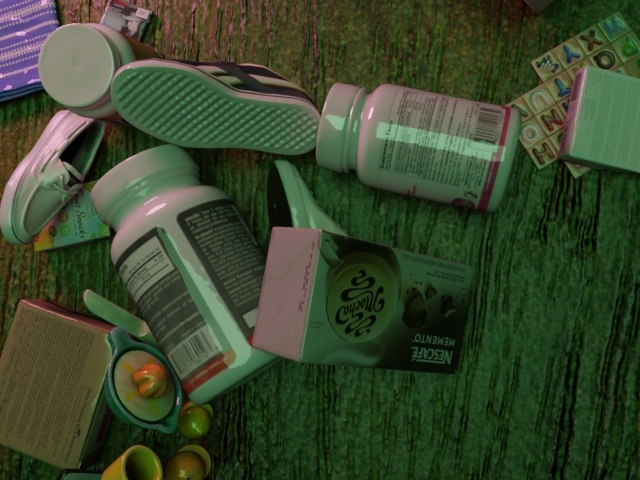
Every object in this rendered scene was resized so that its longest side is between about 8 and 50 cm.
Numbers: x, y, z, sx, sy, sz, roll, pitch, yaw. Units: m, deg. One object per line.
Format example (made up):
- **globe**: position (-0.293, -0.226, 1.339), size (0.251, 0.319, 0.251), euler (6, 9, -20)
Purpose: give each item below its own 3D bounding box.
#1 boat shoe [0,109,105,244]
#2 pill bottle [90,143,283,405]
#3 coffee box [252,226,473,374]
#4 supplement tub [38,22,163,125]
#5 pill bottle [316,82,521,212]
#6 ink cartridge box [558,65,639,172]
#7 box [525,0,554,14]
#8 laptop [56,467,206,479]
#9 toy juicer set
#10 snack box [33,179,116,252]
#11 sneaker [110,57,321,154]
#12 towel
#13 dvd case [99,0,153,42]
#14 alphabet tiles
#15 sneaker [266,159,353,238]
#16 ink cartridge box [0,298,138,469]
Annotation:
- **boat shoe**: position (-0.436, -0.109, 1.119), size (0.084, 0.095, 0.258), euler (7, 67, 21)
- **pill bottle**: position (-0.189, 0.047, 1.044), size (0.210, 0.210, 0.363), euler (-33, 81, 5)
- **coffee box**: position (0.068, 0.090, 0.957), size (0.118, 0.297, 0.168), euler (5, 83, 52)
- **supplement tub**: position (-0.342, -0.264, 1.091), size (0.144, 0.199, 0.145), euler (1, 95, 10)
- **pill bottle**: position (0.146, -0.147, 1.031), size (0.282, 0.160, 0.161), euler (14, 87, 10)
- **ink cartridge box**: position (0.468, -0.177, 1.045), size (0.179, 0.045, 0.146), euler (13, 87, -8)
- **box**: position (0.372, -0.541, 0.977), size (0.345, 0.168, 0.215), euler (-42, 78, 22)
- **laptop**: position (-0.237, 0.577, 1.000), size (0.236, 0.407, 0.382), euler (24, 89, 44)
- **toy juicer set**: position (-0.239, 0.224, 1.028), size (0.089, 0.209, 0.329), euler (-34, 57, 26)
- **snack box**: position (-0.429, -0.041, 1.176), size (0.141, 0.037, 0.100), euler (-11, 83, 8)
- **sneaker**: position (-0.160, -0.215, 1.061), size (0.320, 0.128, 0.126), euler (11, 122, -19)
- **towel**: position (-0.598, -0.410, 1.234), size (0.243, 0.040, 0.336), euler (-13, 83, 7)
- **dvd case**: position (-0.356, -0.364, 1.204), size (0.087, 0.013, 0.120), euler (21, 90, 10)
- **alphabet tiles**: position (0.418, -0.220, 1.071), size (0.237, 0.009, 0.198), euler (-30, 82, 5)
- **sneaker**: position (0.000, 0.000, 1.091), size (0.123, 0.106, 0.290), euler (-12, 73, -26)
- **ink cartridge box**: position (-0.433, 0.236, 1.128), size (0.193, 0.088, 0.235), euler (18, 88, 9)
